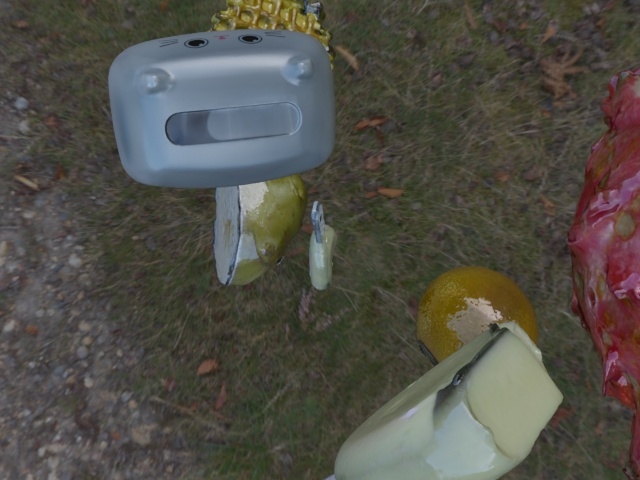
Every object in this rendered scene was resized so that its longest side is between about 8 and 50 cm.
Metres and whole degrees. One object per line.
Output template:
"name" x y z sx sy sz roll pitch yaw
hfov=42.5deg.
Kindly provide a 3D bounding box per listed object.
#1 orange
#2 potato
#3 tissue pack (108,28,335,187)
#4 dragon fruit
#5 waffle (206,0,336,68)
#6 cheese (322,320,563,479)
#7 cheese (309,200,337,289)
"orange" 0.281 0.156 1.491 0.236 0.236 0.236 0 93 -5
"potato" -0.128 -0.043 1.849 0.196 0.246 0.300 4 86 -18
"tissue pack" -0.141 -0.196 1.230 0.333 0.236 0.229 -7 105 -10
"dragon fruit" 0.235 0.017 0.458 0.205 0.210 0.268 22 86 -45
"waffle" -0.099 -0.407 1.771 0.329 0.062 0.329 2 85 -28
"cheese" 0.041 0.124 0.482 0.050 0.255 0.127 50 48 5
"cheese" 0.001 0.000 1.755 0.049 0.235 0.127 7 60 12
